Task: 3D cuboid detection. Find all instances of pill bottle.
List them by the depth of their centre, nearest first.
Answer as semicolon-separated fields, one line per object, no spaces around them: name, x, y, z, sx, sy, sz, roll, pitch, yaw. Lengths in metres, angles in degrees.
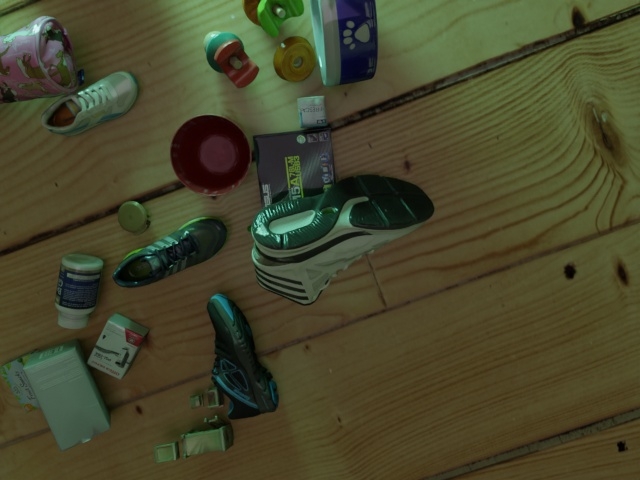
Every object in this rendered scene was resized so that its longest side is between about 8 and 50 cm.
pill bottle;-0.593;0.125;1.218;0.094;0.094;0.169;14;101;-3

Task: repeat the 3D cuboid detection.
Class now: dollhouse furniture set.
dollhouse furniture set;-0.337;0.479;1.314;0.182;0.101;0.161;-10;77;2

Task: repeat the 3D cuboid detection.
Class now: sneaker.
sneaker;-0.519;-0.307;1.130;0.229;0.092;0.087;-31;99;4
sneaker;0.044;0.004;1.180;0.448;0.169;0.257;-14;144;-22
sneaker;-0.358;0.040;1.188;0.300;0.121;0.111;-28;101;5
sneaker;-0.223;0.300;1.242;0.140;0.125;0.340;-20;101;3

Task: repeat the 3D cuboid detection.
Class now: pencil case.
pencil case;-0.719;-0.361;1.063;0.386;0.167;0.160;-9;91;7

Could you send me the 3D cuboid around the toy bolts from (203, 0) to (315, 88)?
toy bolts;-0.146;-0.443;1.111;0.228;0.158;0.218;-38;140;-3

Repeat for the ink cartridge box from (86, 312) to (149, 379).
ink cartridge box;-0.515;0.270;1.268;0.099;0.056;0.135;28;100;-7

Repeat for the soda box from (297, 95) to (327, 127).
soda box;-0.018;-0.280;1.094;0.058;0.183;0.063;-6;103;1

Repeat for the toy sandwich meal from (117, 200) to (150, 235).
toy sandwich meal;-0.454;-0.056;1.217;0.086;0.029;0.085;2;99;10

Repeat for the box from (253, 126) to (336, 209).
box;-0.058;-0.165;1.189;0.184;0.045;0.190;-6;101;-2

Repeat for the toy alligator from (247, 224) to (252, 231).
toy alligator;-0.081;-0.020;1.215;0.190;0.056;0.051;-4;131;-6

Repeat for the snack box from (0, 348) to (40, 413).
snack box;-0.750;0.366;1.295;0.100;0.037;0.141;-25;101;5

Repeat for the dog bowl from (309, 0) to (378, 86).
dog bowl;0.041;-0.456;1.017;0.104;0.265;0.264;-9;102;-1

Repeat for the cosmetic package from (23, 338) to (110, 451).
cosmetic package;-0.631;0.386;1.253;0.127;0.107;0.238;-20;104;-20

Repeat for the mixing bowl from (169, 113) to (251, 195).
mixing bowl;-0.244;-0.197;1.152;0.181;0.098;0.181;0;101;-1
